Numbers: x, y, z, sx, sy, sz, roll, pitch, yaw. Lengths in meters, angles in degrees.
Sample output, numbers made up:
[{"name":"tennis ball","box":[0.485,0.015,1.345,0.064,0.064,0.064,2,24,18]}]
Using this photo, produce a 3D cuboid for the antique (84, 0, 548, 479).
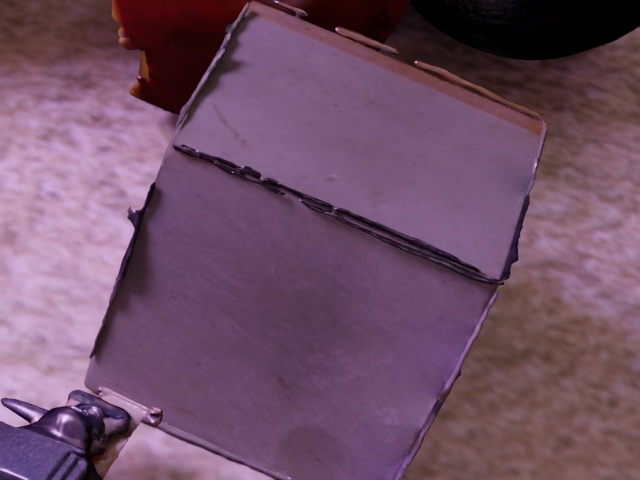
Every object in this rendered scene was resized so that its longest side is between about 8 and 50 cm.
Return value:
[{"name":"antique","box":[0.000,0.000,0.835,0.146,0.152,0.148,24,38,0]}]

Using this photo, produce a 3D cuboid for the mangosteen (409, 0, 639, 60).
[{"name":"mangosteen","box":[0.104,-0.204,1.071,0.243,0.243,0.243,13,41,-12]}]

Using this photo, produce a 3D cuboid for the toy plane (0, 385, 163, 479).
[{"name":"toy plane","box":[-0.132,0.085,0.747,0.188,0.062,0.135,30,42,7]}]

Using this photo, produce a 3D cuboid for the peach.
[{"name":"peach","box":[-0.031,-0.158,0.899,0.153,0.267,0.159,-11,61,-3]}]
